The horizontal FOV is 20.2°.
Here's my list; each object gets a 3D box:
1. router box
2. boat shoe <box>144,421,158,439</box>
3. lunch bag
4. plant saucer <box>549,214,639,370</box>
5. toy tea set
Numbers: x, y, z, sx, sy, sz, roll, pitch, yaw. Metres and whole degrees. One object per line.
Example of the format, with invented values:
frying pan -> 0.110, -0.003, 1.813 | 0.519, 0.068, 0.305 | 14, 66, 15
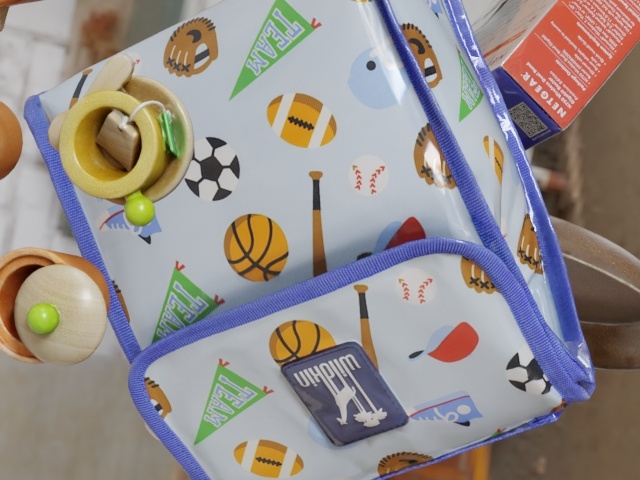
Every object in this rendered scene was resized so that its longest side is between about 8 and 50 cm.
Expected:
router box -> 0.204, -0.187, 1.719 | 0.301, 0.082, 0.335 | -49, 9, -24
boat shoe -> -0.071, 0.175, 1.670 | 0.063, 0.184, 0.066 | 89, -177, -89
lunch bag -> 0.000, 0.000, 1.388 | 0.328, 0.239, 0.385 | -22, 88, 22
plant saucer -> 0.191, 0.037, 1.651 | 0.310, 0.311, 0.050 | -25, 42, 64
toy tea set -> -0.203, -0.086, 1.134 | 0.200, 0.124, 0.336 | -30, 83, 18
